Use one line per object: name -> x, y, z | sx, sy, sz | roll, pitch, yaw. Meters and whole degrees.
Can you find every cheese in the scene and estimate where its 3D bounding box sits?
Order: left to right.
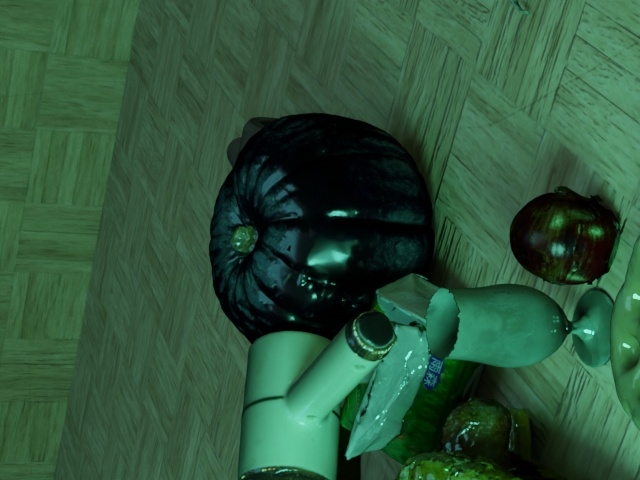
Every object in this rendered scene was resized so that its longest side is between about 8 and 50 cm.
cheese -> 0.360, 0.080, 1.276 | 0.235, 0.117, 0.218 | 176, 98, -67

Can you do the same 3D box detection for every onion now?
onion -> 0.265, -0.006, 1.520 | 0.117, 0.118, 0.119 | -179, 92, -71

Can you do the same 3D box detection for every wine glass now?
wine glass -> 0.217, 0.093, 1.494 | 0.093, 0.202, 0.093 | -178, 90, -66

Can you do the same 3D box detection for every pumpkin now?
pumpkin -> 0.000, 0.000, 1.925 | 0.363, 0.266, 0.363 | -23, 63, 59

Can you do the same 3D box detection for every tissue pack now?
tissue pack -> 0.110, 0.178, 1.740 | 0.148, 0.156, 0.209 | 29, 119, 25

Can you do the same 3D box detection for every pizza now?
pizza -> 0.216, 0.265, 1.667 | 0.134, 0.046, 0.175 | -125, 44, -51

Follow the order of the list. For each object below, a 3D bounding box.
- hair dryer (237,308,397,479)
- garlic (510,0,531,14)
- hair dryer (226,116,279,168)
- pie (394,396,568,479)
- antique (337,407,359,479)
hair dryer -> 0.006, 0.173, 1.674 | 0.362, 0.128, 0.203 | 127, 153, -52
garlic -> 0.211, -0.412, 1.716 | 0.128, 0.148, 0.266 | -31, 46, 19
hair dryer -> -0.114, -0.134, 2.402 | 0.352, 0.125, 0.210 | -125, 44, -64
pie -> 0.218, 0.418, 1.478 | 0.418, 0.180, 0.395 | 42, 129, 47
antique -> 0.008, 0.361, 2.086 | 0.080, 0.081, 0.221 | 167, 104, -65
